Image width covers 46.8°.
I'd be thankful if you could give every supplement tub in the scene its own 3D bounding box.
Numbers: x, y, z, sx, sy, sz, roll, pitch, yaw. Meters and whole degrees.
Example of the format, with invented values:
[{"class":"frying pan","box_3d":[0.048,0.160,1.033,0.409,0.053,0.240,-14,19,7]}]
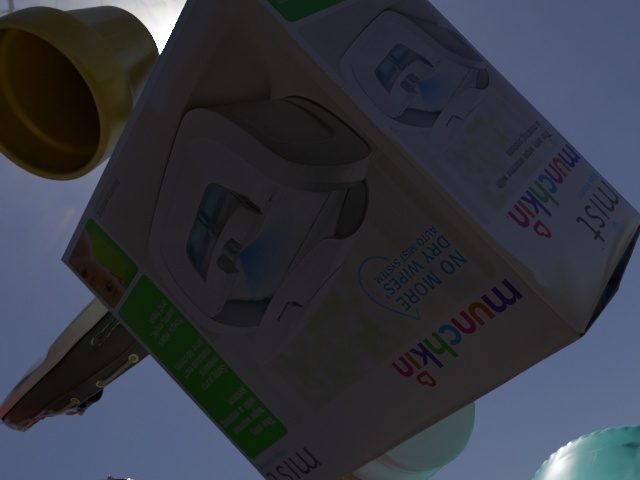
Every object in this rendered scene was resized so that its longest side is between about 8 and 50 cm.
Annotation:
[{"class":"supplement tub","box_3d":[0.048,0.178,0.743,0.144,0.144,0.199,-5,-19,-28]}]

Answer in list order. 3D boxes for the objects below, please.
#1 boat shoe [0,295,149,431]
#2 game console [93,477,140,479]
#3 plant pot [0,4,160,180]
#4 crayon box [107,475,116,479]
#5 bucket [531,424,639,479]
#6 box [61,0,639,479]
[{"class":"boat shoe","box_3d":[-0.304,0.167,0.902,0.091,0.109,0.305,40,-55,-11]},{"class":"game console","box_3d":[-0.356,0.418,0.734,0.342,0.386,0.060,-2,-52,-4]},{"class":"plant pot","box_3d":[-0.382,-0.257,1.172,0.254,0.254,0.239,-61,-3,39]},{"class":"crayon box","box_3d":[-0.326,0.515,1.063,0.081,0.318,0.202,2,-29,24]},{"class":"bucket","box_3d":[0.270,0.300,0.596,0.281,0.281,0.183,-48,-7,27]},{"class":"box","box_3d":[0.000,0.000,0.439,0.127,0.231,0.262,-39,-5,-46]}]
